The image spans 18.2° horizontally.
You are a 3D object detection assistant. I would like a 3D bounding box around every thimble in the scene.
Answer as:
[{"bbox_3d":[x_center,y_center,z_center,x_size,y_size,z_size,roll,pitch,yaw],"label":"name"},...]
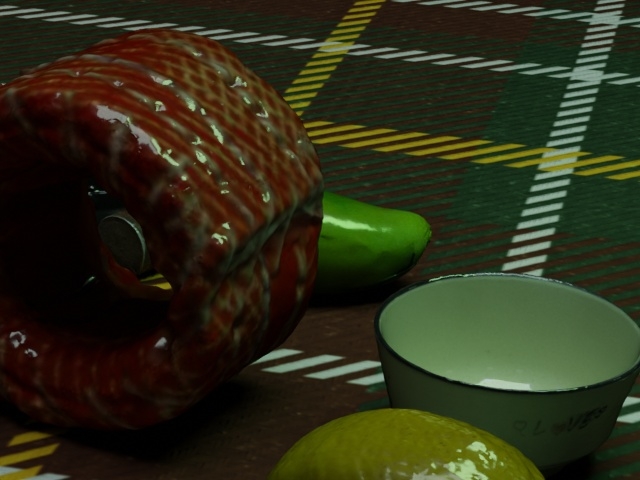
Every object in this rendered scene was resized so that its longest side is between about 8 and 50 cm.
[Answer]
[{"bbox_3d":[-0.184,-0.013,1.795,0.350,0.350,0.230,14,24,26],"label":"thimble"}]

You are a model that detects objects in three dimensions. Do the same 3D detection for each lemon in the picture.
[{"bbox_3d":[0.061,0.220,1.425,0.260,0.204,0.204,3,19,34],"label":"lemon"}]

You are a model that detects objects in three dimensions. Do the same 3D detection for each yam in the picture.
[{"bbox_3d":[-0.163,-0.011,2.127,0.079,0.079,0.141,20,29,36],"label":"yam"}]

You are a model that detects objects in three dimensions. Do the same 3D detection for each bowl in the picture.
[{"bbox_3d":[0.161,0.130,1.752,0.238,0.126,0.238,3,22,-1],"label":"bowl"}]

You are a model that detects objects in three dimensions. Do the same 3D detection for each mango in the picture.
[{"bbox_3d":[0.000,0.000,2.072,0.233,0.111,0.125,-1,27,-13],"label":"mango"}]

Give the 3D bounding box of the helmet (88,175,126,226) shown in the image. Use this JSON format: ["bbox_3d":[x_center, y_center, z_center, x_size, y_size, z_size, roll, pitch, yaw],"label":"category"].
[{"bbox_3d":[-0.248,-0.124,2.278,0.230,0.160,0.279,-16,28,-42],"label":"helmet"}]
